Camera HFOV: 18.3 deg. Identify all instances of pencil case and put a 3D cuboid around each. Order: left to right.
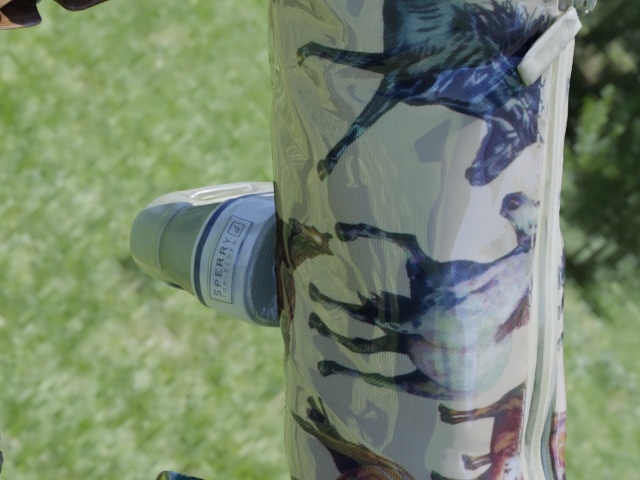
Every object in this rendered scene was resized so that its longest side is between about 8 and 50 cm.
[{"bbox_3d":[0.063,0.012,1.051,0.160,0.410,0.183,-16,22,-41],"label":"pencil case"}]

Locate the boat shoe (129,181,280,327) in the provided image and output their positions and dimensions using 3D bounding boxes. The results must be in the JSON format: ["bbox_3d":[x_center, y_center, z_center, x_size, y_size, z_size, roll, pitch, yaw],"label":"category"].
[{"bbox_3d":[0.000,0.000,1.229,0.094,0.109,0.302,21,7,29],"label":"boat shoe"}]

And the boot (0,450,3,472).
[{"bbox_3d":[-0.324,0.154,0.895,0.131,0.348,0.260,55,-1,26],"label":"boot"}]

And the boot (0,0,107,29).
[{"bbox_3d":[-0.242,-0.201,1.104,0.283,0.109,0.220,-20,75,-36],"label":"boot"}]

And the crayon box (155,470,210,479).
[{"bbox_3d":[-0.045,0.266,0.756,0.081,0.202,0.318,17,27,-20],"label":"crayon box"}]
